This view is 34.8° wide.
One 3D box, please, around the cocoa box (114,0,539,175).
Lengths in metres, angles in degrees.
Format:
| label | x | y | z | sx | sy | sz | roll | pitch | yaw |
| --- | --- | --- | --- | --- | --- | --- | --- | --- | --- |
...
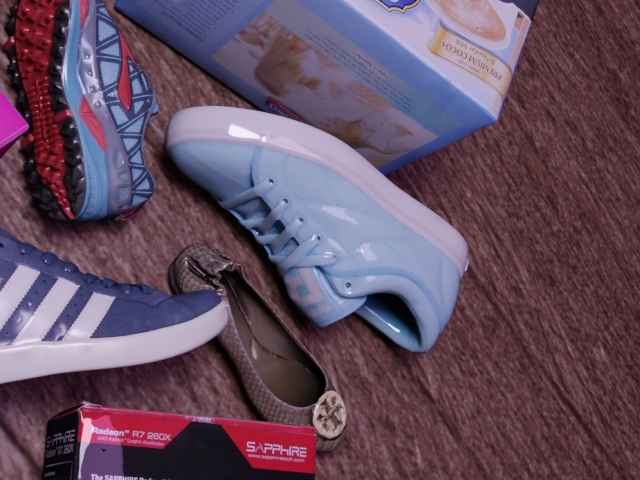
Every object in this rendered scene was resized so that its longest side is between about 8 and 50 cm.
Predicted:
| label | x | y | z | sx | sy | sz | roll | pitch | yaw |
| --- | --- | --- | --- | --- | --- | --- | --- | --- | --- |
| cocoa box | 0.016 | -0.262 | 1.039 | 0.347 | 0.231 | 0.228 | 33 | 61 | -21 |

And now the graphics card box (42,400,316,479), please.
| label | x | y | z | sx | sy | sz | roll | pitch | yaw |
| --- | --- | --- | --- | --- | --- | --- | --- | --- | --- |
| graphics card box | -0.124 | 0.335 | 0.853 | 0.233 | 0.094 | 0.371 | 12 | 69 | -31 |

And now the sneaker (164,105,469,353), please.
| label | x | y | z | sx | sy | sz | roll | pitch | yaw |
| --- | --- | --- | --- | --- | --- | --- | --- | --- | --- |
| sneaker | 0.000 | 0.000 | 1.011 | 0.366 | 0.135 | 0.150 | 27 | 59 | -23 |

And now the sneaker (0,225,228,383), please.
| label | x | y | z | sx | sy | sz | roll | pitch | yaw |
| --- | --- | --- | --- | --- | --- | --- | --- | --- | --- |
| sneaker | -0.239 | 0.040 | 0.838 | 0.350 | 0.131 | 0.148 | -5 | 86 | -34 |

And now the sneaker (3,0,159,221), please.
| label | x | y | z | sx | sy | sz | roll | pitch | yaw |
| --- | --- | --- | --- | --- | --- | --- | --- | --- | --- |
| sneaker | -0.214 | -0.142 | 0.952 | 0.125 | 0.104 | 0.262 | 4 | 77 | -51 |

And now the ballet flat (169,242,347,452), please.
| label | x | y | z | sx | sy | sz | roll | pitch | yaw |
| --- | --- | --- | --- | --- | --- | --- | --- | --- | --- |
| ballet flat | -0.050 | 0.102 | 0.988 | 0.250 | 0.058 | 0.084 | 53 | 42 | -8 |

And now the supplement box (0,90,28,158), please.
| label | x | y | z | sx | sy | sz | roll | pitch | yaw |
| --- | --- | --- | --- | --- | --- | --- | --- | --- | --- |
| supplement box | -0.360 | -0.134 | 0.826 | 0.220 | 0.114 | 0.111 | 53 | 54 | -8 |
